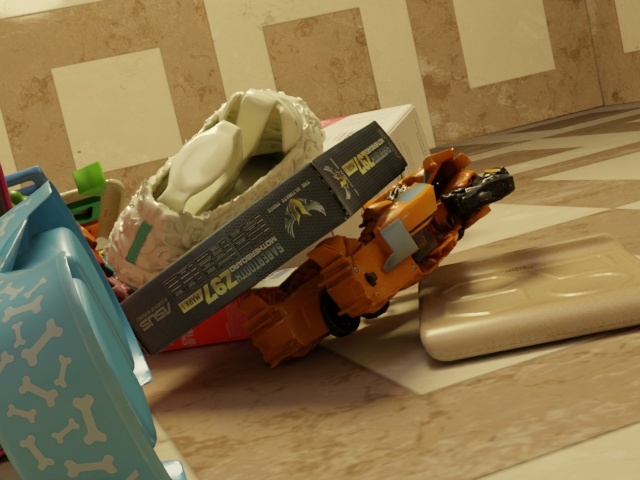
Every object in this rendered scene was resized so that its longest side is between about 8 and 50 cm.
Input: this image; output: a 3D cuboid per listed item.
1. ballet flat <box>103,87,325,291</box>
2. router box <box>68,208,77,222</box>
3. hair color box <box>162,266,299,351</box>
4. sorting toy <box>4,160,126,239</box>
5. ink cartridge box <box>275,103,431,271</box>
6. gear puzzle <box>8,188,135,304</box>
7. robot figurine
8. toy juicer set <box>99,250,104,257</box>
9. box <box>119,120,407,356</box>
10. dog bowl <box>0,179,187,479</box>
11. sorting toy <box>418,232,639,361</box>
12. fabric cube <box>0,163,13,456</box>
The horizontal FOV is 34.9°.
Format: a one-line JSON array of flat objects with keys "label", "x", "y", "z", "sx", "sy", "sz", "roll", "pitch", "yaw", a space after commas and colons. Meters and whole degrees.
[{"label": "ballet flat", "x": -0.093, "y": -0.089, "z": 1.147, "sx": 0.147, "sy": 0.147, "sz": 0.409, "roll": -8, "pitch": 29, "yaw": 31}, {"label": "router box", "x": -0.441, "y": 0.082, "z": 1.163, "sx": 0.243, "sy": 0.081, "sz": 0.309, "roll": -34, "pitch": -5, "yaw": 32}, {"label": "hair color box", "x": -0.088, "y": 0.070, "z": 1.065, "sx": 0.167, "sy": 0.053, "sz": 0.093, "roll": -11, "pitch": 8, "yaw": 20}, {"label": "sorting toy", "x": -0.356, "y": -0.006, "z": 1.350, "sx": 0.195, "sy": 0.047, "sz": 0.348, "roll": -15, "pitch": -17, "yaw": -20}, {"label": "ink cartridge box", "x": -0.002, "y": -0.058, "z": 1.339, "sx": 0.207, "sy": 0.117, "sz": 0.283, "roll": -5, "pitch": 28, "yaw": 35}, {"label": "gear puzzle", "x": -0.296, "y": -0.023, "z": 1.090, "sx": 0.044, "sy": 0.339, "sz": 0.175, "roll": -48, "pitch": 24, "yaw": 0}, {"label": "robot figurine", "x": 0.061, "y": 0.003, "z": 0.938, "sx": 0.211, "sy": 0.085, "sz": 0.291, "roll": -35, "pitch": 2, "yaw": 40}, {"label": "toy juicer set", "x": -0.271, "y": 0.005, "z": 1.503, "sx": 0.329, "sy": 0.090, "sz": 0.209, "roll": -23, "pitch": 3, "yaw": 32}, {"label": "box", "x": -0.047, "y": -0.005, "z": 0.894, "sx": 0.232, "sy": 0.059, "sz": 0.183, "roll": -35, "pitch": 2, "yaw": 25}, {"label": "dog bowl", "x": -0.166, "y": 0.070, "z": 0.663, "sx": 0.074, "sy": 0.166, "sz": 0.297, "roll": -26, "pitch": 26, "yaw": -7}, {"label": "sorting toy", "x": 0.179, "y": 0.049, "z": 0.853, "sx": 0.192, "sy": 0.038, "sz": 0.208, "roll": -12, "pitch": 12, "yaw": 7}, {"label": "fabric cube", "x": -0.391, "y": 0.064, "z": 0.834, "sx": 0.254, "sy": 0.259, "sz": 0.258, "roll": -18, "pitch": 7, "yaw": -32}]
